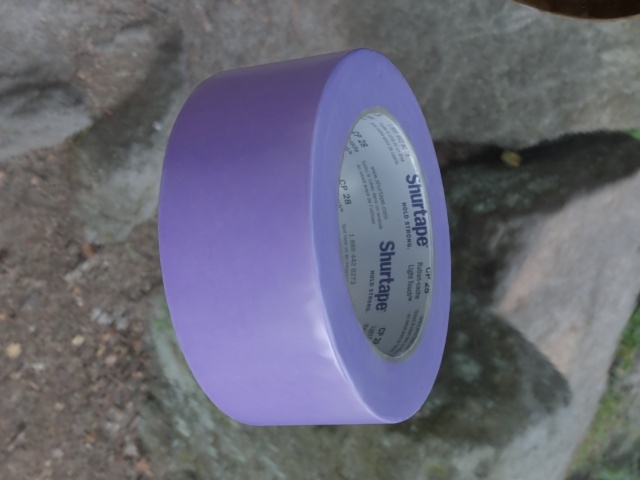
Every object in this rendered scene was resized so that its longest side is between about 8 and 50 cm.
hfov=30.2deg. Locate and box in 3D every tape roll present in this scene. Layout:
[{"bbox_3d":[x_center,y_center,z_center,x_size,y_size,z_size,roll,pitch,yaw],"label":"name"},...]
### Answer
[{"bbox_3d":[0.000,0.000,0.611,0.189,0.080,0.189,-5,90,-66],"label":"tape roll"}]

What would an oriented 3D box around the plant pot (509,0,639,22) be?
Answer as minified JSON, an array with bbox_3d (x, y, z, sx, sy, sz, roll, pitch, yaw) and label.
[{"bbox_3d":[0.178,-0.300,0.777,0.230,0.215,0.215,-62,152,-10],"label":"plant pot"}]
